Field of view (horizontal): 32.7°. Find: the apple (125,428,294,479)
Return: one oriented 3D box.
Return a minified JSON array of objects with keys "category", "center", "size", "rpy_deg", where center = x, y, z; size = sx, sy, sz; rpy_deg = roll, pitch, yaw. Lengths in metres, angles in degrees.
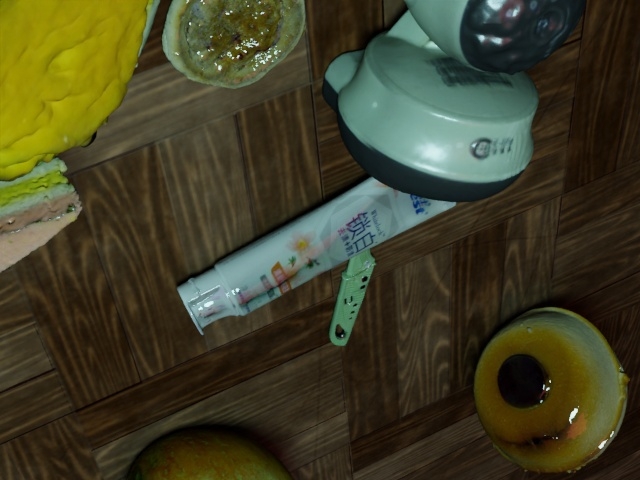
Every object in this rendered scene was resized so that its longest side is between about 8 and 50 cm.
[{"category":"apple","center":[-0.141,0.342,1.353],"size":[0.237,0.207,0.237],"rpy_deg":[-21,124,-34]}]

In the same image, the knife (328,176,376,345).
[{"category":"knife","center":[0.048,0.023,1.289],"size":[0.043,0.020,0.293],"rpy_deg":[-12,136,-28]}]

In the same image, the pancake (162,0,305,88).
[{"category":"pancake","center":[-0.077,-0.192,0.977],"size":[0.139,0.022,0.139],"rpy_deg":[-19,138,-18]}]

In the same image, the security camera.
[{"category":"security camera","center":[0.136,-0.191,1.002],"size":[0.197,0.191,0.277],"rpy_deg":[-7,132,-29]}]

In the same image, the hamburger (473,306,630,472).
[{"category":"hamburger","center":[0.314,0.207,1.498],"size":[0.147,0.237,0.237],"rpy_deg":[17,119,-47]}]

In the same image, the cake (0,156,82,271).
[{"category":"cake","center":[-0.308,-0.005,0.916],"size":[0.225,0.109,0.090],"rpy_deg":[-22,141,-5]}]

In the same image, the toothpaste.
[{"category":"toothpaste","center":[0.000,0.000,1.188],"size":[0.323,0.066,0.100],"rpy_deg":[-29,130,-7]}]

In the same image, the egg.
[{"category":"egg","center":[-0.237,-0.184,0.765],"size":[0.264,0.174,0.286],"rpy_deg":[-63,162,12]}]
